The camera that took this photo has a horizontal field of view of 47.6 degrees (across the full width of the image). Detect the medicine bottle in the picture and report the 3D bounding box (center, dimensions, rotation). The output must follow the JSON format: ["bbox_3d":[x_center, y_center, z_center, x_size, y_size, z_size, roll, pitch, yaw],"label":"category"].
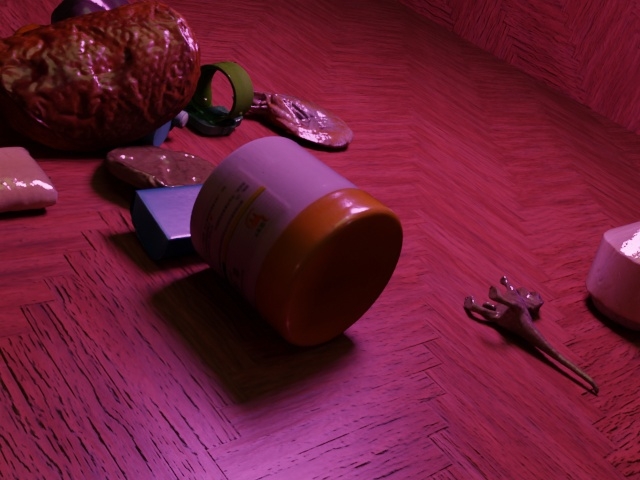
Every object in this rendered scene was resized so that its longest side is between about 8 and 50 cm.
[{"bbox_3d":[-0.037,-0.001,1.076,0.238,0.238,0.232,-12,40,-46],"label":"medicine bottle"}]

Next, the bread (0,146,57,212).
[{"bbox_3d":[-0.508,-0.089,1.096,0.139,0.060,0.178,38,32,28],"label":"bread"}]

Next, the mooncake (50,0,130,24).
[{"bbox_3d":[-0.471,-0.443,1.595,0.245,0.133,0.245,42,29,-30],"label":"mooncake"}]

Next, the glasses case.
[{"bbox_3d":[-0.166,-0.039,1.224,0.301,0.070,0.117,-11,54,-43],"label":"glasses case"}]

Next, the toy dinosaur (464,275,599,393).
[{"bbox_3d":[0.366,0.143,1.277,0.199,0.072,0.251,22,16,-20],"label":"toy dinosaur"}]

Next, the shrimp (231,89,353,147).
[{"bbox_3d":[-0.062,-0.292,1.743,0.317,0.077,0.168,11,32,-25],"label":"shrimp"}]

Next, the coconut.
[{"bbox_3d":[0.648,0.059,1.449,0.202,0.222,0.202,11,27,-6],"label":"coconut"}]

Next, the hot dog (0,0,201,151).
[{"bbox_3d":[-0.413,-0.312,1.344,0.387,0.174,0.267,-23,72,-22],"label":"hot dog"}]

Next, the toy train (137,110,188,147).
[{"bbox_3d":[-0.400,-0.269,1.466,0.248,0.101,0.159,23,44,5],"label":"toy train"}]

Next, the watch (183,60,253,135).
[{"bbox_3d":[-0.238,-0.321,1.592,0.165,0.152,0.131,34,33,19],"label":"watch"}]

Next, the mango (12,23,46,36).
[{"bbox_3d":[-0.601,-0.430,1.608,0.115,0.089,0.165,30,25,35],"label":"mango"}]

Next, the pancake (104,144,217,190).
[{"bbox_3d":[-0.278,-0.121,1.325,0.242,0.050,0.242,20,18,-7],"label":"pancake"}]
